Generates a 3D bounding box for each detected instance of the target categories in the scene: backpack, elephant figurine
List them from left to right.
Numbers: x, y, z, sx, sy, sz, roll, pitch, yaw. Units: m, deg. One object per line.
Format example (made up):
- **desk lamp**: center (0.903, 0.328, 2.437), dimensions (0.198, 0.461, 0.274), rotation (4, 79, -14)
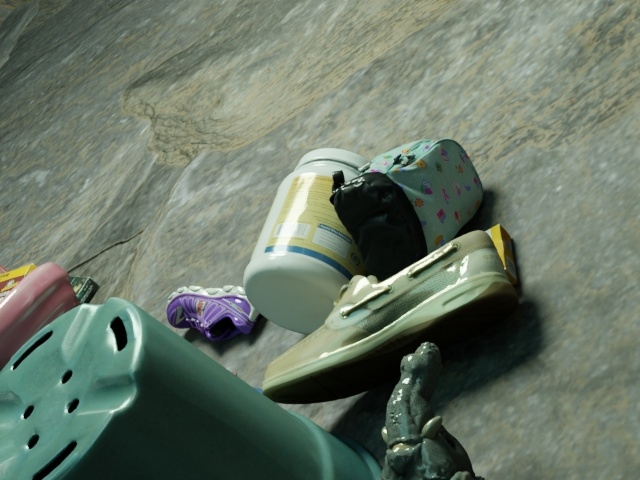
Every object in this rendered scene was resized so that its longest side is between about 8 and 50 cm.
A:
- **backpack**: center (0.108, -0.044, 1.495), dimensions (0.115, 0.152, 0.182), rotation (-10, 20, 37)
- **elephant figurine**: center (0.095, 0.245, 1.161), dimensions (0.169, 0.186, 0.239), rotation (24, 38, 23)

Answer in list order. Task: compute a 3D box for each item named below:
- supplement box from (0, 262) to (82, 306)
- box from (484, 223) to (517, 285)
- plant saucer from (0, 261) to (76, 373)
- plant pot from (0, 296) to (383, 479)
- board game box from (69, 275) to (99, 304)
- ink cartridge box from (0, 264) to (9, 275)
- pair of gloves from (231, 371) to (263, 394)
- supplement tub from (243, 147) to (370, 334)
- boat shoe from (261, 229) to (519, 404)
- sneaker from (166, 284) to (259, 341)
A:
- **supplement box**: center (-0.415, 0.173, 1.801), dimensions (0.129, 0.194, 0.191), rotation (-17, 40, 39)
- **box**: center (0.156, 0.045, 1.438), dimensions (0.136, 0.028, 0.081), rotation (-32, 33, 25)
- **plant saucer**: center (-0.369, 0.180, 1.431), dimensions (0.332, 0.084, 0.332), rotation (-54, 2, 3)
- **plant pot**: center (-0.159, 0.250, 1.268), dimensions (0.341, 0.334, 0.341), rotation (-30, 33, 22)
- **board game box**: center (-0.447, 0.113, 2.077), dimensions (0.186, 0.026, 0.126), rotation (0, 53, 50)
- **ink cartridge box**: center (-0.563, 0.115, 2.141), dimensions (0.056, 0.099, 0.135), rotation (0, 52, 50)
- **pair of gloves**: center (-0.142, 0.239, 1.557), dimensions (0.198, 0.023, 0.159), rotation (-37, 26, 1)
- **supplement tub**: center (0.000, 0.000, 1.560), dimensions (0.144, 0.144, 0.200), rotation (-15, 42, 40)
- **boat shoe**: center (0.065, 0.088, 1.388), dimensions (0.302, 0.109, 0.098), rotation (-28, 61, 18)
- **sneaker**: center (-0.151, 0.102, 1.699), dimensions (0.170, 0.068, 0.071), rotation (-9, 52, 44)
